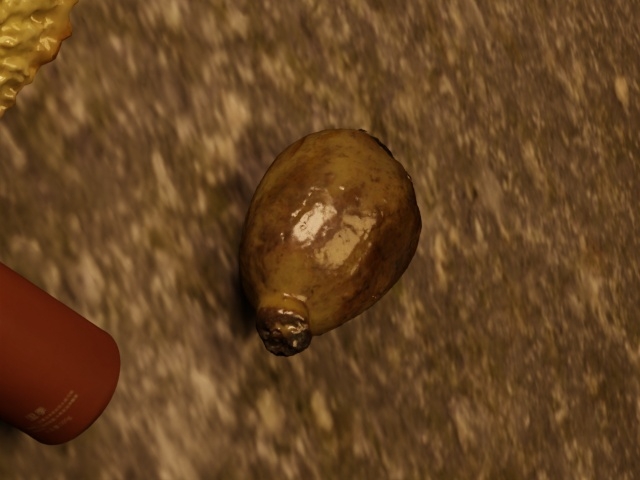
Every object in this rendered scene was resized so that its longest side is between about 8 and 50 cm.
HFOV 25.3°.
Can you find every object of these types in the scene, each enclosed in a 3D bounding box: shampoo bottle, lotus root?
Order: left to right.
[{"bbox_3d":[-0.222,0.034,0.827,0.244,0.085,0.085,43,52,-40],"label":"shampoo bottle"},{"bbox_3d":[0.000,0.000,1.095,0.138,0.138,0.214,61,43,-27],"label":"lotus root"}]

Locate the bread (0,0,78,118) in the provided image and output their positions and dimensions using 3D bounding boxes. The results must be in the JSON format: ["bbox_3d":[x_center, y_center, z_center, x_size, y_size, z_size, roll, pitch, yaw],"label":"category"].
[{"bbox_3d":[-0.274,-0.177,0.688,0.340,0.179,0.194,3,116,-54],"label":"bread"}]
